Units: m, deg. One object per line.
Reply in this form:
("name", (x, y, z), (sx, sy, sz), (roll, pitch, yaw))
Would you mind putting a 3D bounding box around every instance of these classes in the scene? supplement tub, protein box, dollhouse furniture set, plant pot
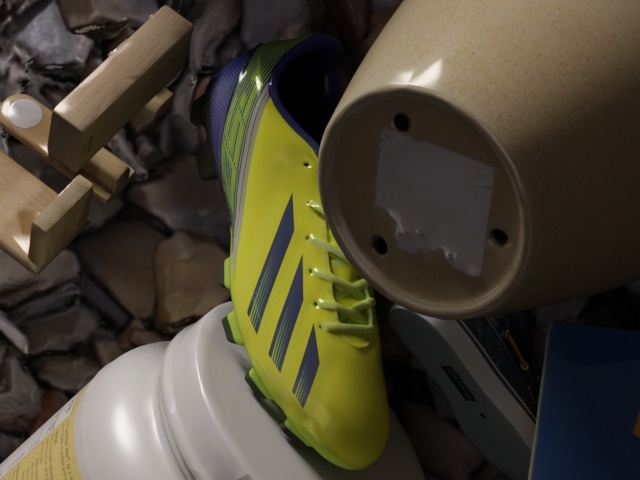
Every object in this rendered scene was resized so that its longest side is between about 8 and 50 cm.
("supplement tub", (-0.113, 0.218, 1.209), (0.331, 0.241, 0.241), (-41, 88, 24))
("protein box", (0.235, 0.160, 1.089), (0.201, 0.136, 0.199), (6, 86, 19))
("dollhouse furniture set", (-0.185, -0.094, 1.206), (0.123, 0.144, 0.151), (37, 150, 8))
("plant pot", (0.128, -0.072, 0.985), (0.257, 0.274, 0.256), (18, 122, 31))

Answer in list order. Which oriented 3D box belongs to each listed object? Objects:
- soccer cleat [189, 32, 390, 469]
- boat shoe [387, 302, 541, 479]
("soccer cleat", (-0.001, -0.001, 1.138), (0.121, 0.093, 0.289), (-28, 65, 28))
("boat shoe", (0.122, 0.079, 1.183), (0.065, 0.083, 0.183), (5, 137, 51))
